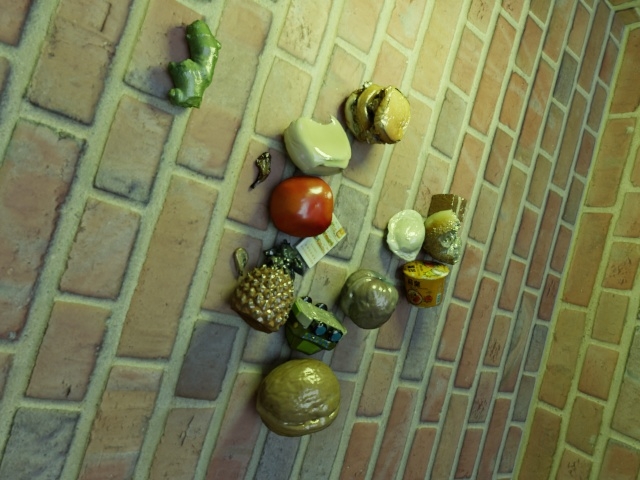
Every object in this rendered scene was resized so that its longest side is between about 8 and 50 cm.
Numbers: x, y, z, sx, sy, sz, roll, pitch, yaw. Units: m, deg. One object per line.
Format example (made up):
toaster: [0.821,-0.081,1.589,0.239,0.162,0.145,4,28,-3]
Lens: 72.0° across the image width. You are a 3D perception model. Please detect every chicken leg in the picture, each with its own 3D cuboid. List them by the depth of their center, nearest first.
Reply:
chicken leg: [-0.215,-0.256,1.618,0.062,0.037,0.144,12,89,-13]

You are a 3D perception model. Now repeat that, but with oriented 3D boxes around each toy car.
toy car: [-0.041,0.361,1.754,0.248,0.204,0.198,29,103,-32]

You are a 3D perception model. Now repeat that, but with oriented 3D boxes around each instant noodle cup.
instant noodle cup: [0.491,0.207,2.072,0.216,0.216,0.172,-16,114,-32]

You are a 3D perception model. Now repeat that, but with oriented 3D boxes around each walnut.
walnut: [-0.085,0.597,1.678,0.333,0.333,0.332,-5,99,-34]
walnut: [0.197,0.245,1.839,0.249,0.248,0.248,-5,99,-34]

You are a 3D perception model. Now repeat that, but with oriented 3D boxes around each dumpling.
dumpling: [0.385,-0.037,2.013,0.180,0.131,0.251,20,74,-11]

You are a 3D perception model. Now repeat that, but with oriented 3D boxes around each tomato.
tomato: [-0.062,-0.129,1.654,0.260,0.180,0.259,-4,96,-36]

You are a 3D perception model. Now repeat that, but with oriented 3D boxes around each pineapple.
pineapple: [-0.166,0.148,1.622,0.223,0.223,0.357,45,60,-30]

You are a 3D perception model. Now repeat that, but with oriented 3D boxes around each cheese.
cheese: [-0.006,-0.360,1.674,0.266,0.127,0.233,0,69,-39]

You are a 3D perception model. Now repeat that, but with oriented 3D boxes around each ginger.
ginger: [-0.407,-0.560,1.414,0.137,0.089,0.289,24,86,-16]

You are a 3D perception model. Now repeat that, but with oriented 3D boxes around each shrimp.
shrimp: [-0.287,0.078,1.623,0.059,0.023,0.108,-21,108,-40]

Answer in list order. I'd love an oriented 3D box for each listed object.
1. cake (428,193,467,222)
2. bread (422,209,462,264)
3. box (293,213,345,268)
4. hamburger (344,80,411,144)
cake: [0.629,-0.154,2.155,0.147,0.135,0.134,19,85,-40]
bread: [0.559,-0.012,2.072,0.171,0.192,0.314,-62,151,-30]
box: [0.000,0.000,1.801,0.220,0.032,0.122,-44,118,-22]
hamburger: [0.238,-0.520,1.786,0.245,0.211,0.260,-40,122,-32]
